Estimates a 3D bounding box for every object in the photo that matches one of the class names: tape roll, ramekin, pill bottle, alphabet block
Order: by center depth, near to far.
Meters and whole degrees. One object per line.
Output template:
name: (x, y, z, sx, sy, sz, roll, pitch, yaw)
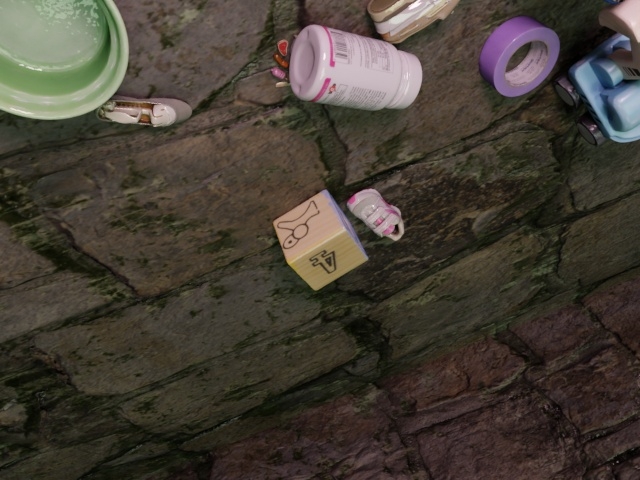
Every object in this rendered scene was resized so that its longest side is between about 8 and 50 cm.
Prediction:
ramekin: (-0.509, -0.387, 0.867, 0.304, 0.148, 0.303, -13, 137, -12)
pill bottle: (0.085, -0.388, 1.123, 0.283, 0.160, 0.160, 0, 134, -31)
tape roll: (0.527, -0.487, 1.290, 0.189, 0.080, 0.188, -13, 138, -12)
alphabet block: (0.000, 0.000, 1.476, 0.197, 0.192, 0.193, -31, 136, 9)

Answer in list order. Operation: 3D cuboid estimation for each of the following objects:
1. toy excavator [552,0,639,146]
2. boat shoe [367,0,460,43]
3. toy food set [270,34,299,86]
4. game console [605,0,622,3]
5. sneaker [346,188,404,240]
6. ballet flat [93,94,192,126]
toy excavator: (0.790, -0.429, 1.234, 0.222, 0.445, 0.433, -37, 107, 14)
boat shoe: (0.258, -0.555, 1.082, 0.303, 0.113, 0.103, -24, 141, 16)
toy food set: (-0.079, -0.414, 1.133, 0.078, 0.019, 0.122, -12, 137, -13)
game console: (0.559, -0.647, 0.955, 0.250, 0.293, 0.173, -39, 164, -30)
sneaker: (0.190, -0.077, 1.539, 0.252, 0.111, 0.103, 22, 121, -39)
ballet flat: (-0.395, -0.283, 1.089, 0.214, 0.068, 0.072, 0, 134, -25)
